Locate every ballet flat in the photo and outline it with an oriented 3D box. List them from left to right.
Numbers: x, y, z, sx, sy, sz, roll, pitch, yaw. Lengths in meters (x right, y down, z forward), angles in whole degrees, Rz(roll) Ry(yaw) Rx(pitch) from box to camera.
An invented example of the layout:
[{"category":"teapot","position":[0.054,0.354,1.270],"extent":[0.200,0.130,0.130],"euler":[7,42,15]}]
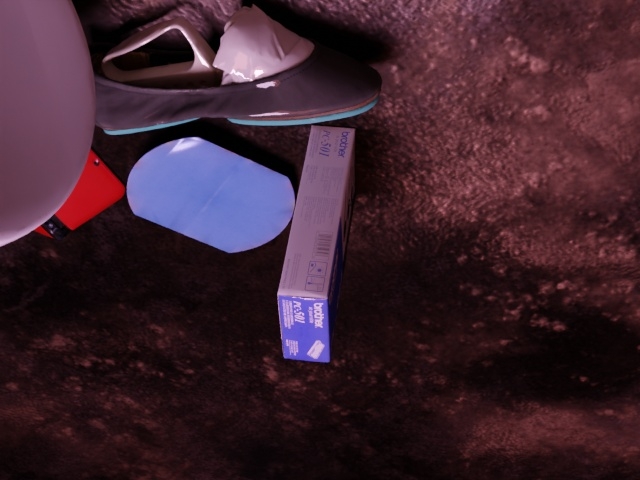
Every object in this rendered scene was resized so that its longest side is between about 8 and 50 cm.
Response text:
[{"category":"ballet flat","position":[-0.090,-0.147,0.966],"extent":[0.281,0.095,0.096],"euler":[-4,126,17]}]

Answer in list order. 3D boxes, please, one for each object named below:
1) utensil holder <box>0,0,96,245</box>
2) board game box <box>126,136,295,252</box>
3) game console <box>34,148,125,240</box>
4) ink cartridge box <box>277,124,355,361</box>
[{"category":"utensil holder","position":[-0.422,-0.095,0.888],"extent":[0.386,0.327,0.327],"euler":[-15,135,34]},{"category":"board game box","position":[-0.108,-0.055,1.125],"extent":[0.169,0.033,0.133],"euler":[23,134,-22]},{"category":"game console","position":[-0.298,-0.077,1.154],"extent":[0.124,0.085,0.144],"euler":[17,153,45]},{"category":"ink cartridge box","position":[0.000,0.000,1.026],"extent":[0.046,0.207,0.097],"euler":[5,140,6]}]
